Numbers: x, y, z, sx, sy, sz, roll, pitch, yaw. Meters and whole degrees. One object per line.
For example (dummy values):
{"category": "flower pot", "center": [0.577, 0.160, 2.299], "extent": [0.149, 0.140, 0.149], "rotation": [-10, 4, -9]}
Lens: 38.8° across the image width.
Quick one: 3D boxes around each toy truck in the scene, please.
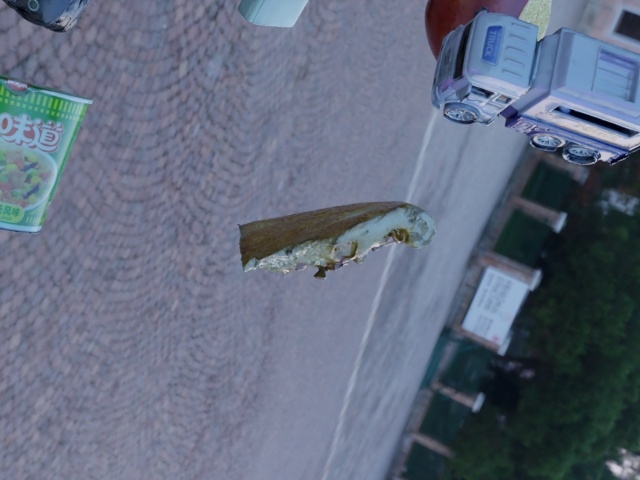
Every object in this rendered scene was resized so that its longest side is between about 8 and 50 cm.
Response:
{"category": "toy truck", "center": [0.289, -0.197, 1.138], "extent": [0.155, 0.268, 0.124], "rotation": [146, -42, -72]}

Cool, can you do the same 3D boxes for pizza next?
{"category": "pizza", "center": [0.000, 0.000, 1.263], "extent": [0.182, 0.365, 0.073], "rotation": [-38, 114, -49]}

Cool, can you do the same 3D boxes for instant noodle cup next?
{"category": "instant noodle cup", "center": [-0.492, -0.140, 1.442], "extent": [0.207, 0.207, 0.232], "rotation": [-5, 112, -76]}

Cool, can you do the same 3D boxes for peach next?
{"category": "peach", "center": [0.245, -0.305, 1.275], "extent": [0.190, 0.192, 0.190], "rotation": [-21, 155, -10]}

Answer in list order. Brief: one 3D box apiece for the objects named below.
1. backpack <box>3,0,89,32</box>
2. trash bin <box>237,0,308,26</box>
{"category": "backpack", "center": [-0.429, -0.390, 1.355], "extent": [0.120, 0.165, 0.106], "rotation": [-57, 172, 12]}
{"category": "trash bin", "center": [-0.061, -0.421, 1.495], "extent": [0.116, 0.059, 0.130], "rotation": [-9, 143, -46]}
